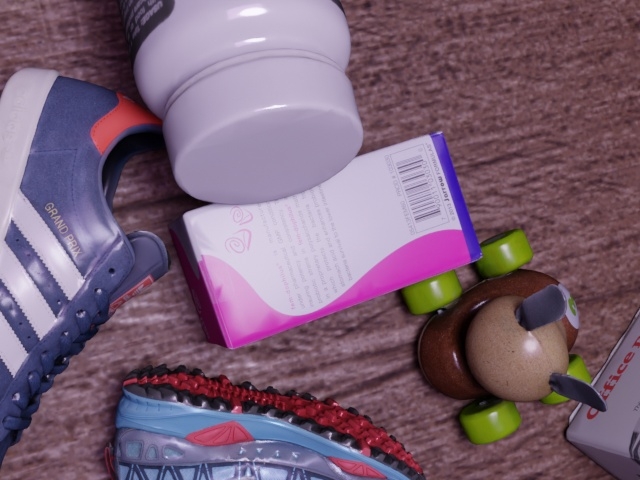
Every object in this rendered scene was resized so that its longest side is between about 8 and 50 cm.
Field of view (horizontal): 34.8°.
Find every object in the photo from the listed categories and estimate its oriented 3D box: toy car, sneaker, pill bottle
[{"bbox_3d":[0.172,0.080,0.837,0.149,0.188,0.155,-26,93,-15],"label":"toy car"},{"bbox_3d":[-0.045,0.187,0.836,0.262,0.104,0.125,17,100,-9],"label":"sneaker"},{"bbox_3d":[-0.195,0.047,0.770,0.148,0.131,0.350,12,83,-7],"label":"sneaker"},{"bbox_3d":[-0.069,-0.180,0.760,0.161,0.161,0.283,-9,67,-15],"label":"pill bottle"}]

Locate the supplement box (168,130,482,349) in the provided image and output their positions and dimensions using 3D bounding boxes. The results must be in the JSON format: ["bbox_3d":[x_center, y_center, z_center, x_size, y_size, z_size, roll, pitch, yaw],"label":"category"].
[{"bbox_3d":[0.000,0.000,0.837,0.220,0.114,0.111,-18,92,-16],"label":"supplement box"}]

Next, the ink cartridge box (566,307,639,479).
[{"bbox_3d":[0.356,0.130,0.841,0.114,0.273,0.197,39,78,-13],"label":"ink cartridge box"}]
